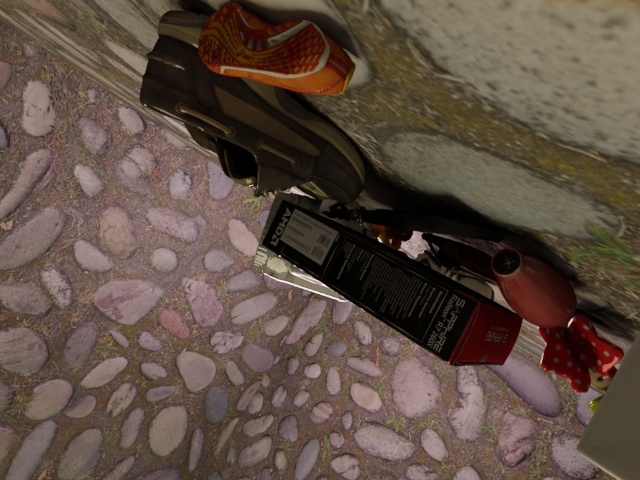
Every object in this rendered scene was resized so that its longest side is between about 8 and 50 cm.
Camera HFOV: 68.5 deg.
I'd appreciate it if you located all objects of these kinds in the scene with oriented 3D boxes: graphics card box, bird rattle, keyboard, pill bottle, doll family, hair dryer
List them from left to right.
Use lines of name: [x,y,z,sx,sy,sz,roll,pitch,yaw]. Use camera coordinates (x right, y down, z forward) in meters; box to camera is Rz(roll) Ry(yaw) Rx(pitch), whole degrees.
pill bottle: [0.009,0.004,0.988,0.094,0.169,0.094,20,171,3]
graphics card box: [0.109,0.064,0.750,0.371,0.094,0.232,28,-174,38]
doll family: [0.157,0.067,1.006,0.163,0.118,0.263,16,143,54]
keyboard: [0.118,-0.034,0.736,0.201,0.033,0.317,7,-177,-13]
hair dryer: [0.249,0.055,0.680,0.223,0.080,0.293,24,175,7]
bird rattle: [0.418,0.183,0.773,0.253,0.143,0.207,30,-158,-22]

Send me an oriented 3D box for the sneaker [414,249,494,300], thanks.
sneaker: [0.280,0.093,1.094,0.153,0.094,0.235,23,-169,-22]

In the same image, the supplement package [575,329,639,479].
supplement package: [0.356,0.153,0.328,0.293,0.175,0.177,33,176,-34]

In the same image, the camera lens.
camera lens: [-0.008,0.014,1.164,0.274,0.220,0.219,19,179,-6]

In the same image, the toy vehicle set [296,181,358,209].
toy vehicle set: [-0.043,-0.145,1.005,0.166,0.035,0.267,30,177,36]

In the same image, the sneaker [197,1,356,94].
sneaker: [-0.047,-0.159,0.412,0.175,0.064,0.067,33,-171,34]

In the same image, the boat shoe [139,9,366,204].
boat shoe: [-0.076,-0.127,0.603,0.355,0.130,0.132,33,177,-43]

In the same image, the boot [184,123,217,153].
boot: [-0.226,-0.237,1.047,0.219,0.082,0.106,42,164,3]
